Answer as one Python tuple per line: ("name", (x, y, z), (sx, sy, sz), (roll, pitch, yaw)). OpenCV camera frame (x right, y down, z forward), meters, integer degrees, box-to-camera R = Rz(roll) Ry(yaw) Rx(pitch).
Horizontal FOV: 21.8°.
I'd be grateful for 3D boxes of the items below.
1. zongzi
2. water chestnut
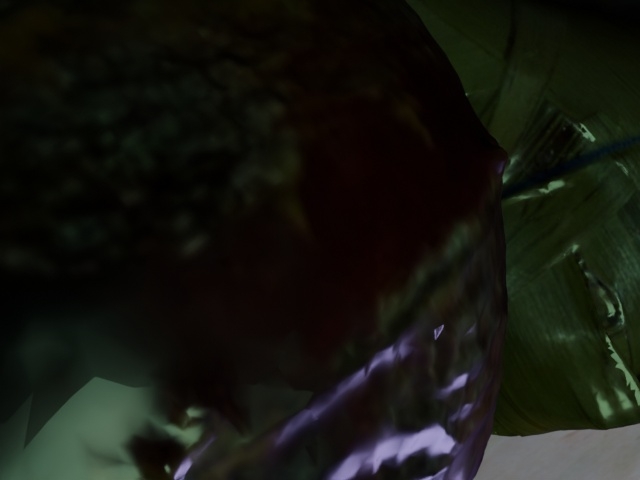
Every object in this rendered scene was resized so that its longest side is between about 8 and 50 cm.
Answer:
("zongzi", (0.102, -0.088, 0.731), (0.260, 0.123, 0.289), (-39, 103, -36))
("water chestnut", (-0.122, 0.016, 0.534), (0.350, 0.302, 0.350), (-31, -177, 2))
